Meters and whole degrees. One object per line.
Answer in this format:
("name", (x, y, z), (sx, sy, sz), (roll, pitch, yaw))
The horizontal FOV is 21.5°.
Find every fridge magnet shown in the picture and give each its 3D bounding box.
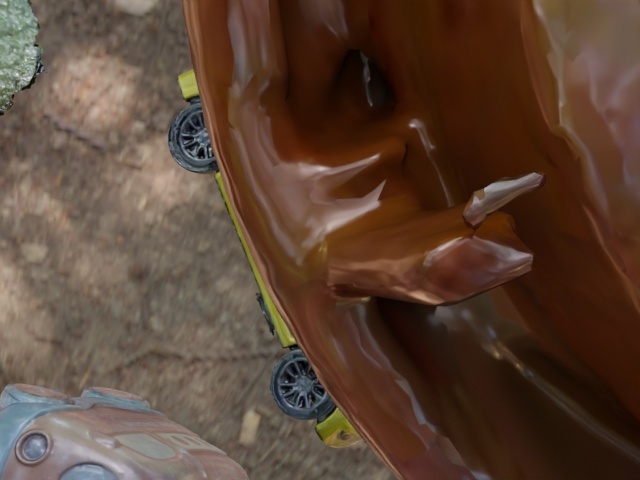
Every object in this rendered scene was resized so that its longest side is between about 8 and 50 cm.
("fridge magnet", (0.146, -0.072, 0.393), (0.363, 0.155, 0.364), (-2, 95, -20))

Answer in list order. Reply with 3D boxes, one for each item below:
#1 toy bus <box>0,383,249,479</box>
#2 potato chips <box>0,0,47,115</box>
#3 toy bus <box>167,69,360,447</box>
("toy bus", (-0.188, 0.258, 1.601), (0.232, 0.294, 0.197), (15, 90, 26))
("potato chips", (-0.241, -0.108, 1.045), (0.142, 0.026, 0.209), (5, 79, -11))
("toy bus", (0.000, 0.000, 1.406), (0.151, 0.145, 0.331), (-25, 81, 10))
